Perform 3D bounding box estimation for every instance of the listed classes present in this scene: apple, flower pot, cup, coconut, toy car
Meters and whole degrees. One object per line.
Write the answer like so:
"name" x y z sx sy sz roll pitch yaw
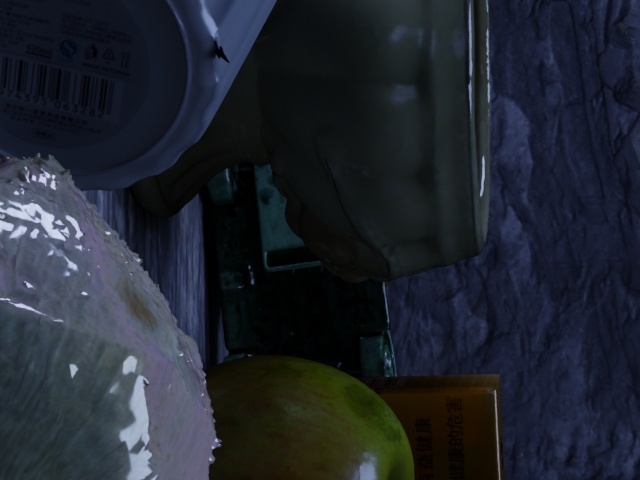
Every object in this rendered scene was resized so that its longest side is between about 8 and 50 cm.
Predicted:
"apple" -0.027 0.173 1.279 0.196 0.196 0.196 -2 90 -82
"flower pot" -0.006 -0.121 1.287 0.307 0.244 0.307 -1 90 -81
"cup" -0.095 -0.153 0.880 0.202 0.167 0.221 -74 180 -57
"coconut" -0.123 0.069 0.621 0.194 0.194 0.194 -2 90 -82
"toy car" -0.010 0.027 1.508 0.125 0.136 0.306 28 54 -78

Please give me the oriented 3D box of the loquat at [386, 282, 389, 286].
"loquat" 0.000 0.000 1.651 0.152 0.152 0.195 78 7 -49

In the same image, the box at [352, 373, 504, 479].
"box" 0.021 0.182 1.405 0.070 0.237 0.152 -32 119 -77
